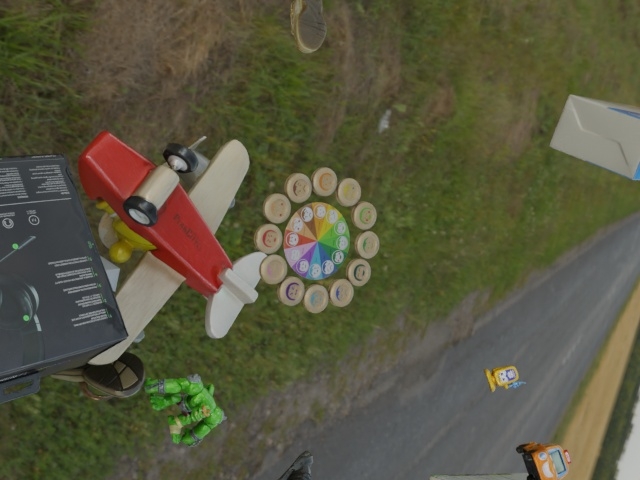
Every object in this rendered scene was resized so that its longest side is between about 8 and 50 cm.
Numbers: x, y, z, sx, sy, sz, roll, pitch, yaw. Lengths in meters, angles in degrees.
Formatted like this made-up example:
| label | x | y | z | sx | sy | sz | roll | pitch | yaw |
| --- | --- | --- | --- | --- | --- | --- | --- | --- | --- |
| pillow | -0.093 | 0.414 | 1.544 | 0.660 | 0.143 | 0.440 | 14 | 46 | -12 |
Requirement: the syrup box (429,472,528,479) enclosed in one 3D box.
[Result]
| label | x | y | z | sx | sy | sz | roll | pitch | yaw |
| --- | --- | --- | --- | --- | --- | --- | --- | --- | --- |
| syrup box | 0.281 | 0.415 | 1.118 | 0.237 | 0.096 | 0.093 | 11 | 81 | -34 |

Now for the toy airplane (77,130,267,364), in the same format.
| label | x | y | z | sx | sy | sz | roll | pitch | yaw |
| --- | --- | --- | --- | --- | --- | --- | --- | --- | --- |
| toy airplane | -0.277 | 0.000 | 1.305 | 0.386 | 0.272 | 0.384 | -10 | 103 | -54 |

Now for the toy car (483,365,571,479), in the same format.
| label | x | y | z | sx | sy | sz | roll | pitch | yaw |
| --- | --- | --- | --- | --- | --- | --- | --- | --- | --- |
| toy car | 0.188 | 0.162 | 0.652 | 0.060 | 0.040 | 0.122 | 71 | 2 | -65 |

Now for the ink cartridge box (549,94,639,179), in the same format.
| label | x | y | z | sx | sy | sz | roll | pitch | yaw |
| --- | --- | --- | --- | --- | --- | --- | --- | --- | --- |
| ink cartridge box | 0.446 | -0.139 | 1.007 | 0.231 | 0.134 | 0.078 | -2 | 116 | -40 |

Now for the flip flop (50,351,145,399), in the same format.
| label | x | y | z | sx | sy | sz | roll | pitch | yaw |
| --- | --- | --- | --- | --- | --- | --- | --- | --- | --- |
| flip flop | -0.453 | 0.282 | 1.481 | 0.112 | 0.277 | 0.080 | -31 | 114 | -49 |

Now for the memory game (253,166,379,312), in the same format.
| label | x | y | z | sx | sy | sz | roll | pitch | yaw |
| --- | --- | --- | --- | --- | --- | --- | --- | --- | --- |
| memory game | 0.000 | 0.000 | 0.916 | 0.186 | 0.012 | 0.186 | -3 | 96 | -31 |

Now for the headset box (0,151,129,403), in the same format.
| label | x | y | z | sx | sy | sz | roll | pitch | yaw |
| --- | --- | --- | --- | --- | --- | --- | --- | --- | --- |
| headset box | -0.400 | 0.052 | 0.877 | 0.246 | 0.131 | 0.283 | -14 | 78 | -48 |

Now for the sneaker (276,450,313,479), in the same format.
| label | x | y | z | sx | sy | sz | roll | pitch | yaw |
| --- | --- | --- | --- | --- | --- | --- | --- | --- | --- |
| sneaker | -0.033 | 0.387 | 1.073 | 0.051 | 0.089 | 0.170 | -55 | 167 | 27 |

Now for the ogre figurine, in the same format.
| label | x | y | z | sx | sy | sz | roll | pitch | yaw |
| --- | --- | --- | --- | --- | --- | --- | --- | --- | --- |
| ogre figurine | -0.287 | 0.357 | 1.569 | 0.097 | 0.118 | 0.197 | -81 | 146 | -80 |

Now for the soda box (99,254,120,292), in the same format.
| label | x | y | z | sx | sy | sz | roll | pitch | yaw |
| --- | --- | --- | --- | --- | --- | --- | --- | --- | --- |
| soda box | -0.657 | 0.108 | 1.841 | 0.286 | 0.098 | 0.091 | -9 | 121 | -54 |

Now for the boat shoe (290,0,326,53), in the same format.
| label | x | y | z | sx | sy | sz | roll | pitch | yaw |
| --- | --- | --- | --- | --- | --- | --- | --- | --- | --- |
| boat shoe | -0.022 | -0.329 | 1.101 | 0.045 | 0.050 | 0.135 | -44 | -145 | 48 |
